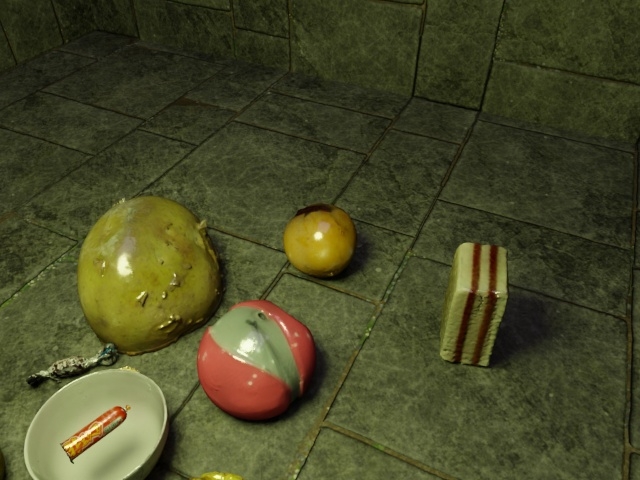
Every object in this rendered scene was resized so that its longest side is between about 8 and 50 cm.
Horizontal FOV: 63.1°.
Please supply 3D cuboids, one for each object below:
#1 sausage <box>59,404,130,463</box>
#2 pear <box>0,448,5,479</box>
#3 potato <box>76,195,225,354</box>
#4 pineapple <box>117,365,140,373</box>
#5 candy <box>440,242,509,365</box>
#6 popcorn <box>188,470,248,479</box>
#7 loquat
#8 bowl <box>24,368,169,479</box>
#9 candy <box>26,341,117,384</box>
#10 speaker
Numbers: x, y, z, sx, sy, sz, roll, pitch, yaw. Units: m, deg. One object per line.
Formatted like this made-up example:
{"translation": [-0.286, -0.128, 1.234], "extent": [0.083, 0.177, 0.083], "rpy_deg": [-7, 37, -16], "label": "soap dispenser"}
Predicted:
{"translation": [-0.452, 0.387, 1.065], "extent": [0.050, 0.048, 0.145], "rpy_deg": [36, 49, 26], "label": "sausage"}
{"translation": [-0.756, 0.477, 1.048], "extent": [0.189, 0.211, 0.228], "rpy_deg": [-7, 41, -6], "label": "pear"}
{"translation": [-0.478, 0.059, 1.454], "extent": [0.386, 0.319, 0.441], "rpy_deg": [-1, 44, -1], "label": "potato"}
{"translation": [-0.502, 0.346, 1.344], "extent": [0.084, 0.019, 0.045], "rpy_deg": [-2, 48, -5], "label": "pineapple"}
{"translation": [0.388, 0.169, 1.335], "extent": [0.135, 0.320, 0.179], "rpy_deg": [6, 46, 11], "label": "candy"}
{"translation": [-0.207, 0.549, 1.022], "extent": [0.198, 0.155, 0.197], "rpy_deg": [10, 38, -8], "label": "popcorn"}
{"translation": [0.000, 0.000, 1.584], "extent": [0.235, 0.234, 0.235], "rpy_deg": [0, 42, 0], "label": "loquat"}
{"translation": [-0.470, 0.441, 1.143], "extent": [0.287, 0.143, 0.286], "rpy_deg": [0, 42, 0], "label": "bowl"}
{"translation": [-0.633, 0.317, 1.330], "extent": [0.227, 0.094, 0.051], "rpy_deg": [-20, 63, -13], "label": "candy"}
{"translation": [-0.163, 0.295, 1.290], "extent": [0.295, 0.294, 0.294], "rpy_deg": [0, 42, 0], "label": "speaker"}
